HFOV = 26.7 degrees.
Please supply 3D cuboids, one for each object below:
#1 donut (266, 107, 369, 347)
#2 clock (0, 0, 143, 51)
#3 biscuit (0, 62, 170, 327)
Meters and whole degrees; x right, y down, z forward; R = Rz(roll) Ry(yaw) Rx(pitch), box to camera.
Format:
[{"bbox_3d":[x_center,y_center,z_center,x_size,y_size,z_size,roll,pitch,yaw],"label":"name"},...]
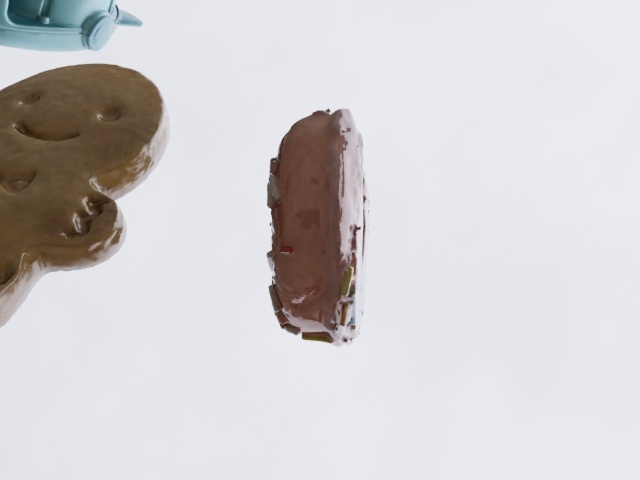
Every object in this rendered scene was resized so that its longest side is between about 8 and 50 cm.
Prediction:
[{"bbox_3d":[0.000,0.000,1.234,0.085,0.233,0.199,1,-109,5],"label":"donut"},{"bbox_3d":[-0.370,-0.335,1.766,0.223,0.274,0.094,48,-53,38],"label":"clock"},{"bbox_3d":[-0.280,-0.055,1.244,0.275,0.052,0.355,16,-131,28],"label":"biscuit"}]
